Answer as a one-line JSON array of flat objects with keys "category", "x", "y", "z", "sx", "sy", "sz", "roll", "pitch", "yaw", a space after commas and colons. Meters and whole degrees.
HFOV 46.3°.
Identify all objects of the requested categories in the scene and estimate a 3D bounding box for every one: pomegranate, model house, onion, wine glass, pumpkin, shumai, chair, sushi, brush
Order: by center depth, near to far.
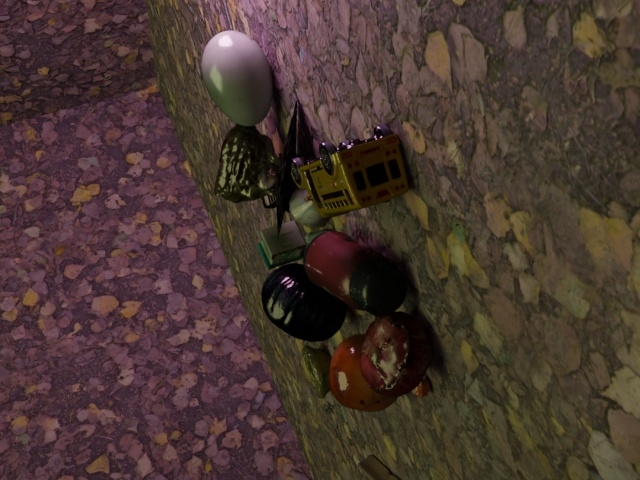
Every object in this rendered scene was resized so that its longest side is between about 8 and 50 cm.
[{"category": "onion", "x": 0.169, "y": 0.246, "z": 1.599, "sx": 0.184, "sy": 0.147, "sz": 0.184, "roll": -25, "pitch": 55, "yaw": 40}, {"category": "wine glass", "x": -0.002, "y": -0.110, "z": 1.804, "sx": 0.183, "sy": 0.122, "sz": 0.122, "roll": 128, "pitch": 121, "yaw": -69}, {"category": "pomegranate", "x": 0.110, "y": 0.320, "z": 1.812, "sx": 0.191, "sy": 0.191, "sz": 0.191, "roll": 161, "pitch": 90, "yaw": -75}, {"category": "sushi", "x": -0.064, "y": -0.174, "z": 1.942, "sx": 0.290, "sy": 0.050, "sz": 0.264, "roll": 93, "pitch": -172, "yaw": -58}, {"category": "pumpkin", "x": -0.028, "y": 0.145, "z": 2.059, "sx": 0.248, "sy": 0.248, "sz": 0.248, "roll": 161, "pitch": 90, "yaw": -75}, {"category": "shumai", "x": -0.186, "y": -0.217, "z": 2.180, "sx": 0.218, "sy": 0.189, "sz": 0.256, "roll": 22, "pitch": 123, "yaw": 12}, {"category": "brush", "x": 0.192, "y": 0.717, "z": 2.222, "sx": 0.050, "sy": 0.060, "sz": 0.321, "roll": 61, "pitch": 167, "yaw": -10}, {"category": "model house", "x": -0.124, "y": 0.025, "z": 2.357, "sx": 0.149, "sy": 0.127, "sz": 0.100, "roll": 108, "pitch": 141, "yaw": -61}, {"category": "chair", "x": -0.184, "y": -0.211, "z": 2.366, "sx": 0.101, "sy": 0.084, "sz": 0.213, "roll": 33, "pitch": 139, "yaw": 61}]

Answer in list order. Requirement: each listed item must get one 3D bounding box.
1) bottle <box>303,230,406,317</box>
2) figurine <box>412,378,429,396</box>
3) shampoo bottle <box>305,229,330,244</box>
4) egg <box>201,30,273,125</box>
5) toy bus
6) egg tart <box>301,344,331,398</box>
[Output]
[{"category": "bottle", "x": 0.081, "y": 0.079, "z": 1.684, "sx": 0.336, "sy": 0.144, "sz": 0.144, "roll": -149, "pitch": 42, "yaw": -65}, {"category": "figurine", "x": 0.206, "y": 0.324, "z": 1.698, "sx": 0.109, "sy": 0.064, "sz": 0.047, "roll": 0, "pitch": 88, "yaw": 64}, {"category": "shampoo bottle", "x": 0.000, "y": 0.000, "z": 2.054, "sx": 0.069, "sy": 0.041, "sz": 0.190, "roll": 69, "pitch": 166, "yaw": -11}, {"category": "egg", "x": -0.221, "y": -0.437, "z": 2.032, "sx": 0.183, "sy": 0.182, "sz": 0.264, "roll": 41, "pitch": 153, "yaw": 62}, {"category": "toy bus", "x": 0.051, "y": -0.130, "z": 1.521, "sx": 0.151, "sy": 0.145, "sz": 0.331, "roll": 71, "pitch": 164, "yaw": -4}, {"category": "egg tart", "x": -0.003, "y": 0.436, "z": 2.525, "sx": 0.197, "sy": 0.078, "sz": 0.197, "roll": 162, "pitch": 90, "yaw": -77}]
